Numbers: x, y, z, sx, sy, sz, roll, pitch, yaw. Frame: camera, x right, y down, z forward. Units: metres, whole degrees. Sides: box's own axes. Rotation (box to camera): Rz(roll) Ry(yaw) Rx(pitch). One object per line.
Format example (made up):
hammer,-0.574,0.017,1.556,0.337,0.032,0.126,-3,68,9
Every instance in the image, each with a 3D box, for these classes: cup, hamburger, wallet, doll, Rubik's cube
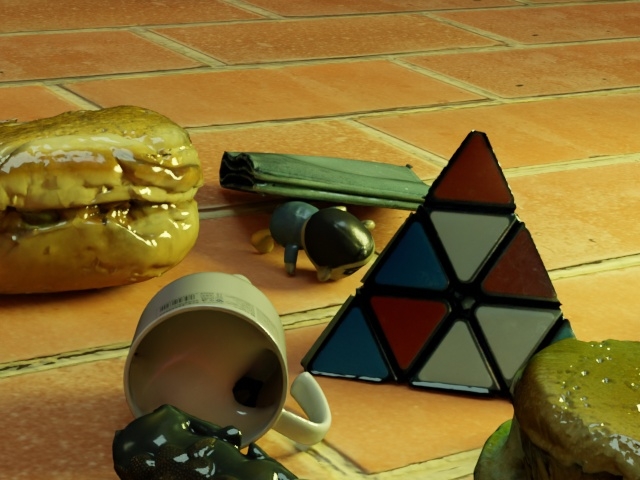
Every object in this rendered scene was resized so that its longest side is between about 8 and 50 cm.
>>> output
cup,-0.075,0.096,1.360,0.173,0.134,0.142,3,17,-2
hamburger,-0.281,-0.051,1.674,0.304,0.174,0.284,-2,18,-19
wallet,0.017,-0.071,1.904,0.251,0.054,0.290,4,4,-13
hamburger,0.205,0.168,1.155,0.192,0.167,0.288,10,20,13
doll,0.000,0.000,1.743,0.102,0.089,0.179,-49,30,-16
Rubik's cube,0.081,0.077,1.550,0.234,0.284,0.250,-23,0,-13

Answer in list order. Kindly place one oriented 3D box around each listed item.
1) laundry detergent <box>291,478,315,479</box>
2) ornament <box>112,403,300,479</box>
laundry detergent,0.078,0.247,0.984,0.281,0.105,0.215,10,26,19
ornament,-0.135,0.196,1.132,0.202,0.080,0.236,23,26,34
